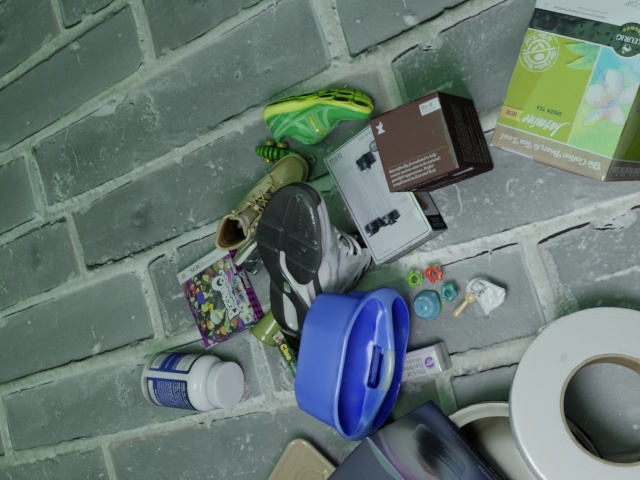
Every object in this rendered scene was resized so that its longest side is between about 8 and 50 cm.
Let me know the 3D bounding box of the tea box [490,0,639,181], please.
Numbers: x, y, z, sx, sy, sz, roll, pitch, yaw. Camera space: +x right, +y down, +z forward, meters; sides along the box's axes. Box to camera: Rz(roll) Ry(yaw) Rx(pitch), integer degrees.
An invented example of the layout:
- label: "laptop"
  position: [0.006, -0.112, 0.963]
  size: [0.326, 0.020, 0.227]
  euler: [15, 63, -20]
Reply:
- label: "tea box"
  position: [0.503, -0.286, 1.389]
  size: [0.219, 0.329, 0.324]
  euler: [22, 105, 29]

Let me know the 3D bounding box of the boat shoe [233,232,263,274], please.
- label: "boat shoe"
  position: [-0.124, -0.003, 1.978]
  size: [0.079, 0.084, 0.233]
  euler: [39, 111, -17]

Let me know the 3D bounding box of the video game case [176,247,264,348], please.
- label: "video game case"
  position: [-0.275, 0.151, 2.094]
  size: [0.210, 0.041, 0.232]
  euler: [-30, 77, 32]

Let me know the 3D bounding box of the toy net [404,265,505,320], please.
- label: "toy net"
  position: [0.306, 0.113, 1.718]
  size: [0.232, 0.045, 0.122]
  euler: [-9, 87, 31]

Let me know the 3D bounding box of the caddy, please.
- label: "caddy"
  position: [0.087, 0.262, 1.681]
  size: [0.179, 0.241, 0.342]
  euler: [14, 98, 40]

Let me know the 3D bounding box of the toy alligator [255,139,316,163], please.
- label: "toy alligator"
  position: [-0.101, -0.220, 1.948]
  size: [0.189, 0.051, 0.056]
  euler: [13, 101, 31]

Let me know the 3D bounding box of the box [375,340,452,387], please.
- label: "box"
  position: [0.152, 0.312, 1.817]
  size: [0.323, 0.063, 0.067]
  euler: [-21, 82, 32]

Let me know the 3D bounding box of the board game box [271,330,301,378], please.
- label: "board game box"
  position: [-0.049, 0.291, 1.841]
  size: [0.030, 0.260, 0.136]
  euler: [-33, 76, 1]

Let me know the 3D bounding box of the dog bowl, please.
- label: "dog bowl"
  position: [0.418, 0.520, 1.612]
  size: [0.407, 0.150, 0.408]
  euler: [3, 96, 32]

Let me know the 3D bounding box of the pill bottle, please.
- label: "pill bottle"
  position: [-0.348, 0.385, 2.092]
  size: [0.264, 0.153, 0.153]
  euler: [-1, 93, 33]

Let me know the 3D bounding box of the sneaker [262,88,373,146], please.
- label: "sneaker"
  position: [0.001, -0.296, 1.862]
  size: [0.295, 0.109, 0.124]
  euler: [-1, 116, 31]

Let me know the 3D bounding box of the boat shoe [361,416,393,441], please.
- label: "boat shoe"
  position: [0.167, 0.509, 1.817]
  size: [0.257, 0.095, 0.095]
  euler: [53, 132, 25]

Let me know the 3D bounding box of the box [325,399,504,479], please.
- label: "box"
  position: [0.206, 0.504, 1.485]
  size: [0.296, 0.294, 0.183]
  euler: [47, 116, 20]

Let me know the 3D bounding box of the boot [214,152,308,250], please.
- label: "boot"
  position: [-0.147, -0.092, 1.889]
  size: [0.095, 0.203, 0.262]
  euler: [46, 120, -4]

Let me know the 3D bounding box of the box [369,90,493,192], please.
- label: "box"
  position: [0.240, -0.205, 1.641]
  size: [0.168, 0.203, 0.167]
  euler: [-19, 84, 33]

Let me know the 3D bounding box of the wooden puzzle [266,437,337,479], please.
- label: "wooden puzzle"
  position: [0.006, 0.714, 1.939]
  size: [0.347, 0.080, 0.322]
  euler: [36, 112, 20]

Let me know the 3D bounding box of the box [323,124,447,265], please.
- label: "box"
  position: [0.147, -0.107, 1.776]
  size: [0.169, 0.087, 0.290]
  euler: [-35, 75, 30]

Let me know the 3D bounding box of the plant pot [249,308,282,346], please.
- label: "plant pot"
  position: [-0.128, 0.220, 1.989]
  size: [0.083, 0.083, 0.079]
  euler: [40, 102, 24]

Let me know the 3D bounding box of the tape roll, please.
- label: "tape roll"
  position: [0.550, 0.319, 1.443]
  size: [0.391, 0.072, 0.392]
  euler: [-3, 70, 8]

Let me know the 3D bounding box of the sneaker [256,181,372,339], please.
- label: "sneaker"
  position: [-0.001, 0.000, 1.747]
  size: [0.169, 0.257, 0.448]
  euler: [28, 141, 24]
